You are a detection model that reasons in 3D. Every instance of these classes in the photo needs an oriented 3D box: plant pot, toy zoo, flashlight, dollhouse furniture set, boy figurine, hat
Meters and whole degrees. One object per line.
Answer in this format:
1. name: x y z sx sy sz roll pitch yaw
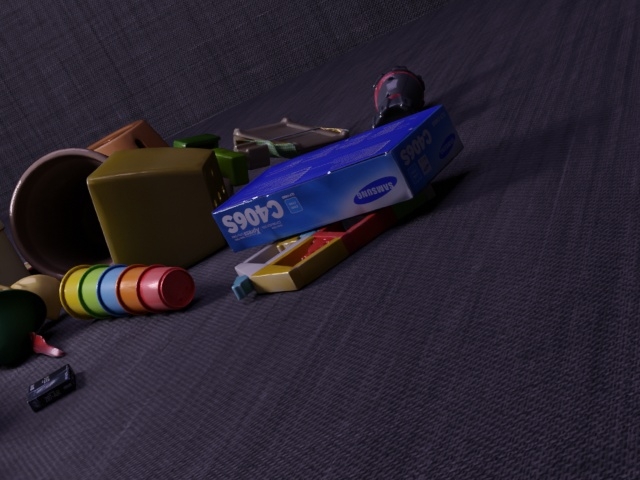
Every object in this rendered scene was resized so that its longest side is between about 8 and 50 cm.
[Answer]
1. plant pot: -0.453 -0.050 2.286 0.263 0.263 0.229 -26 -3 9
2. plant pot: -0.262 -0.055 1.990 0.187 0.212 0.212 -13 16 7
3. toy zoo: 0.000 0.000 1.604 0.293 0.030 0.192 -34 15 -22
4. flashlight: 0.141 -0.242 2.050 0.103 0.103 0.304 -23 13 10
5. dollhouse furniture set: -0.110 -0.131 2.218 0.301 0.151 0.197 -18 25 -40
6. boy figurine: -0.602 0.125 2.029 0.285 0.092 0.177 -11 3 -28
7. hat: -0.515 0.199 1.910 0.173 0.183 0.208 -24 -30 -14
8. plant pot: -0.438 -0.140 2.593 0.291 0.203 0.291 -28 13 7

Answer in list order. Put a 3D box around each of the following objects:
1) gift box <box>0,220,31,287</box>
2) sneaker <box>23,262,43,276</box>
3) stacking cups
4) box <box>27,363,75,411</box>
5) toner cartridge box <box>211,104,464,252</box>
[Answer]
1. gift box: -0.716 0.081 2.230 0.255 0.258 0.276 -16 20 41
2. sneaker: -0.636 0.089 2.416 0.208 0.081 0.094 -26 16 7
3. stacking cups: -0.308 0.075 1.799 0.096 0.096 0.316 -37 16 -32
4. box: -0.382 0.209 1.625 0.067 0.018 0.083 -30 14 -6
5. toner cartridge box: 0.020 -0.085 1.646 0.348 0.075 0.165 -16 19 41
